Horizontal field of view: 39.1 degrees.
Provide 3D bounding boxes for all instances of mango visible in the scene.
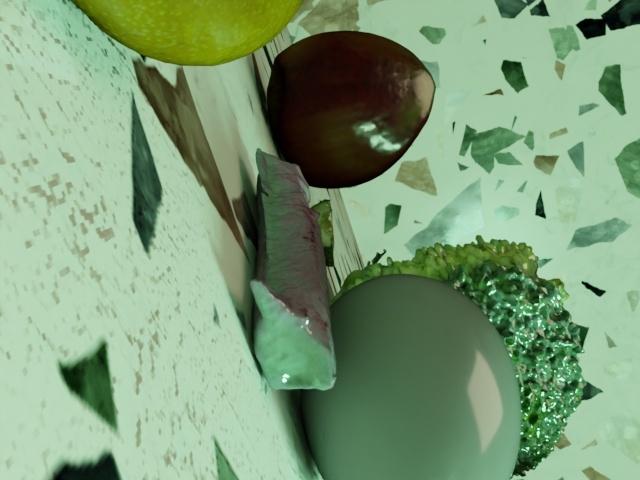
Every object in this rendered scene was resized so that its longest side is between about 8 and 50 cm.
[{"bbox_3d":[-0.066,-0.142,0.365,0.227,0.099,0.136,8,69,-77],"label":"mango"}]

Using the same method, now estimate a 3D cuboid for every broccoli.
[{"bbox_3d":[0.167,0.118,1.008,0.375,0.249,0.302,34,27,-43],"label":"broccoli"}]

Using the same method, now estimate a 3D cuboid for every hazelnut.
[{"bbox_3d":[0.038,-0.166,1.100,0.208,0.208,0.208,-18,90,-86],"label":"hazelnut"}]

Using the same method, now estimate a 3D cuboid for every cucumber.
[{"bbox_3d":[0.000,0.000,1.071,0.107,0.035,0.067,82,2,-68],"label":"cucumber"}]

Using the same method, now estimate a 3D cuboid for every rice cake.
[{"bbox_3d":[-0.022,0.004,0.626,0.290,0.051,0.081,-99,171,-67],"label":"rice cake"}]

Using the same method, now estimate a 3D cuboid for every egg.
[{"bbox_3d":[0.059,0.110,0.603,0.198,0.146,0.146,-93,166,-49],"label":"egg"}]
